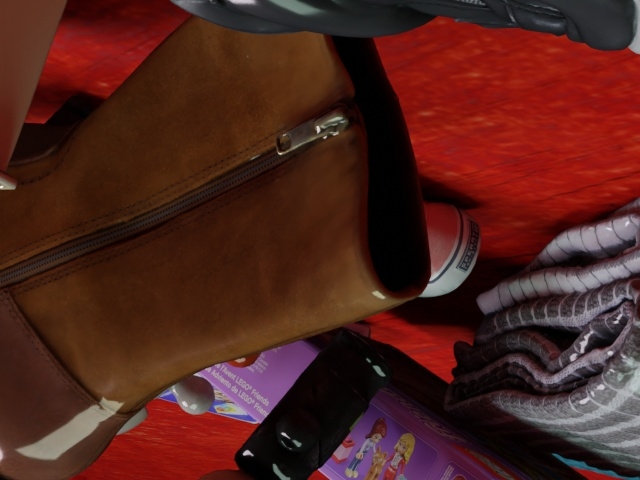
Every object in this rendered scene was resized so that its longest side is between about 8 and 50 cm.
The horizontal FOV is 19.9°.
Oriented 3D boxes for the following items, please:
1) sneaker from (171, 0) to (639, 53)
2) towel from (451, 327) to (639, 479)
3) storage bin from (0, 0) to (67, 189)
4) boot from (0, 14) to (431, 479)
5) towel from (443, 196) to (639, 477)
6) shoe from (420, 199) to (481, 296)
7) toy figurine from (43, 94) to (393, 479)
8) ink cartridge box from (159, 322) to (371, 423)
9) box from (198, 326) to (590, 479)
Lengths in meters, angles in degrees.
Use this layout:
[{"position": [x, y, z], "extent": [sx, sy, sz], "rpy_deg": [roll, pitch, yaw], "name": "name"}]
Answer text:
[{"position": [-0.007, -0.115, 0.458], "extent": [0.153, 0.101, 0.268], "rpy_deg": [0, 162, 38], "name": "sneaker"}, {"position": [0.283, 0.141, 1.250], "extent": [0.370, 0.040, 0.271], "rpy_deg": [11, 165, 13], "name": "towel"}, {"position": [-0.264, -0.123, 0.667], "extent": [0.262, 0.123, 0.260], "rpy_deg": [4, 161, 39], "name": "storage bin"}, {"position": [-0.099, -0.049, 0.725], "extent": [0.096, 0.264, 0.280], "rpy_deg": [5, 152, -43], "name": "boot"}, {"position": [0.208, 0.081, 0.934], "extent": [0.235, 0.121, 0.284], "rpy_deg": [19, 165, -10], "name": "towel"}, {"position": [0.000, 0.000, 0.977], "extent": [0.081, 0.063, 0.178], "rpy_deg": [27, 157, -30], "name": "shoe"}, {"position": [-0.093, 0.051, 0.935], "extent": [0.209, 0.148, 0.213], "rpy_deg": [26, 159, 40], "name": "toy figurine"}, {"position": [-0.100, 0.077, 1.318], "extent": [0.208, 0.045, 0.206], "rpy_deg": [14, 160, -20], "name": "ink cartridge box"}, {"position": [0.055, 0.119, 1.078], "extent": [0.201, 0.057, 0.293], "rpy_deg": [26, -175, -43], "name": "box"}]
